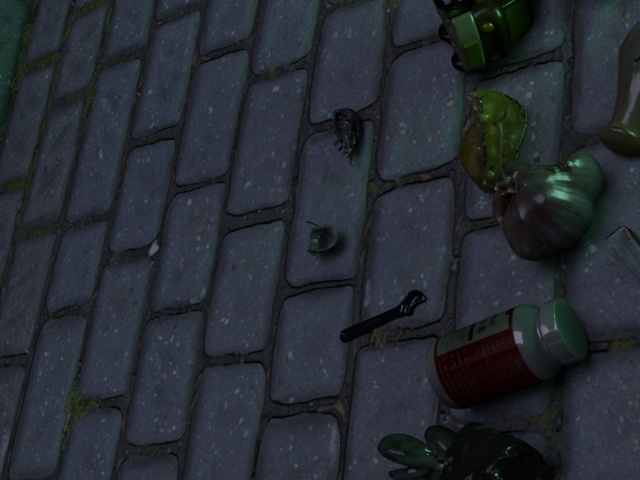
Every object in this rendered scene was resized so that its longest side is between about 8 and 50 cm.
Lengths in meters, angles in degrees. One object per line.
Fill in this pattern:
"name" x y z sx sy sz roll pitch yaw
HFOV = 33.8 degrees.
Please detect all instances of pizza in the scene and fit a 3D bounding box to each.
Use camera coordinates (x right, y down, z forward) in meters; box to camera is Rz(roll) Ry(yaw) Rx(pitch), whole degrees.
"pizza" 0.293 -0.188 1.912 0.080 0.204 0.188 9 81 35

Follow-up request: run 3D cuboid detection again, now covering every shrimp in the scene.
"shrimp" 0.056 -0.223 2.252 0.065 0.057 0.165 -14 48 20

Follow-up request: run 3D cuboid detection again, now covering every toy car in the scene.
"toy car" 0.322 -0.468 2.064 0.198 0.204 0.248 -21 53 6

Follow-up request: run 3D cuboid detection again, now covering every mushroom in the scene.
"mushroom" 0.547 -0.265 1.784 0.108 0.096 0.247 12 80 20

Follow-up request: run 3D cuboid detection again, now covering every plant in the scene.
"plant" 0.227 0.376 1.713 0.274 0.146 0.149 2 51 46

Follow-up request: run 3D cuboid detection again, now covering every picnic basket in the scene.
"picnic basket" 0.000 0.000 2.166 0.083 0.083 0.065 -14 65 41

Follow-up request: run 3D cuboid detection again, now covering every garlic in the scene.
"garlic" 0.357 -0.103 1.807 0.207 0.257 0.207 -34 6 4

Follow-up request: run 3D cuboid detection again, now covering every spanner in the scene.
"spanner" 0.118 0.148 2.028 0.208 0.012 0.046 -29 51 31

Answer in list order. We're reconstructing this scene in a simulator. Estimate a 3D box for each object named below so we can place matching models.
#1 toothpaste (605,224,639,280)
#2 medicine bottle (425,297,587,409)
"toothpaste" 0.525 0.053 1.667 0.040 0.047 0.196 -47 44 19
"medicine bottle" 0.304 0.187 1.743 0.250 0.131 0.131 -27 52 32
